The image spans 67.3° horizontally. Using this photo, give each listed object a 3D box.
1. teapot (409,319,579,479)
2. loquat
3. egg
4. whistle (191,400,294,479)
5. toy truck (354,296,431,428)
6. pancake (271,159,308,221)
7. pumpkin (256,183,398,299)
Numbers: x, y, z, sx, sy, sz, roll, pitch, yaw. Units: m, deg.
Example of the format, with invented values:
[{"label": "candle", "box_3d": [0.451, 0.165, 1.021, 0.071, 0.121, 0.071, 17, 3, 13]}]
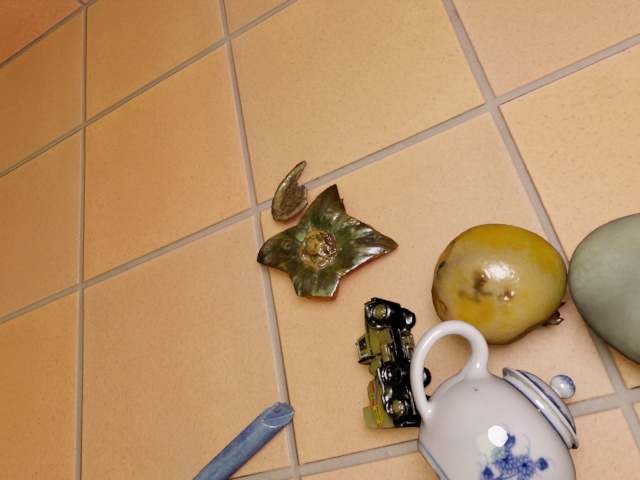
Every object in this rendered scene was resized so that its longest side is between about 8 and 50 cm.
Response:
[{"label": "teapot", "box_3d": [0.311, 0.317, 0.795, 0.280, 0.252, 0.424, -37, 88, -6]}, {"label": "loquat", "box_3d": [0.331, 0.082, 0.888, 0.244, 0.244, 0.243, -9, 68, 25]}, {"label": "egg", "box_3d": [0.571, 0.088, 0.734, 0.352, 0.258, 0.258, 31, 88, 31]}, {"label": "whistle", "box_3d": [-0.183, 0.480, 1.100, 0.304, 0.062, 0.062, -45, 58, 6]}, {"label": "toy truck", "box_3d": [0.141, 0.249, 0.983, 0.127, 0.127, 0.256, -23, 62, 35]}, {"label": "pancake", "box_3d": [-0.067, -0.127, 1.240, 0.184, 0.020, 0.190, -56, 33, -5]}, {"label": "pumpkin", "box_3d": [-0.003, 0.024, 1.150, 0.290, 0.095, 0.258, -43, 55, 4]}]
